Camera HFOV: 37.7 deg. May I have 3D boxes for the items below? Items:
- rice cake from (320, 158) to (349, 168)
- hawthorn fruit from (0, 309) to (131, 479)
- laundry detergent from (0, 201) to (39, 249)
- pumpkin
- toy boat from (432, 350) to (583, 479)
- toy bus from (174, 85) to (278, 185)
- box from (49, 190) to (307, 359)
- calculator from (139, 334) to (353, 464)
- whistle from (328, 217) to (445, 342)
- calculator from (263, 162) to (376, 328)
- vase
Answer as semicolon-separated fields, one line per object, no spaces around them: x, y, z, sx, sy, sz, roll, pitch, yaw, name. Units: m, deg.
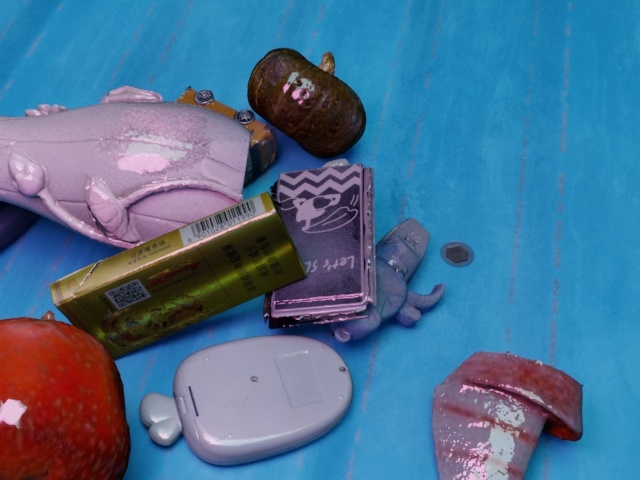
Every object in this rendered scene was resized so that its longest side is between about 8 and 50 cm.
-0.058;-0.020;1.472;0.063;0.066;0.336;36;54;20;rice cake
-0.357;0.218;1.115;0.275;0.275;0.300;5;58;-1;hawthorn fruit
-0.476;-0.084;1.467;0.143;0.094;0.290;35;55;23;laundry detergent
-0.017;-0.241;1.574;0.219;0.219;0.162;35;95;22;pumpkin
0.229;0.286;1.246;0.206;0.096;0.282;16;62;16;toy boat
-0.170;-0.173;1.572;0.182;0.091;0.103;28;59;19;toy bus
-0.184;0.053;1.269;0.311;0.173;0.043;-24;55;1;box
-0.098;0.213;1.285;0.295;0.042;0.184;-11;52;-16;calculator
0.091;0.059;1.404;0.180;0.093;0.269;40;53;-4;whistle
0.000;0.000;1.376;0.165;0.028;0.274;-7;55;13;calculator
-0.326;-0.100;1.333;0.445;0.250;0.250;8;49;-8;vase
